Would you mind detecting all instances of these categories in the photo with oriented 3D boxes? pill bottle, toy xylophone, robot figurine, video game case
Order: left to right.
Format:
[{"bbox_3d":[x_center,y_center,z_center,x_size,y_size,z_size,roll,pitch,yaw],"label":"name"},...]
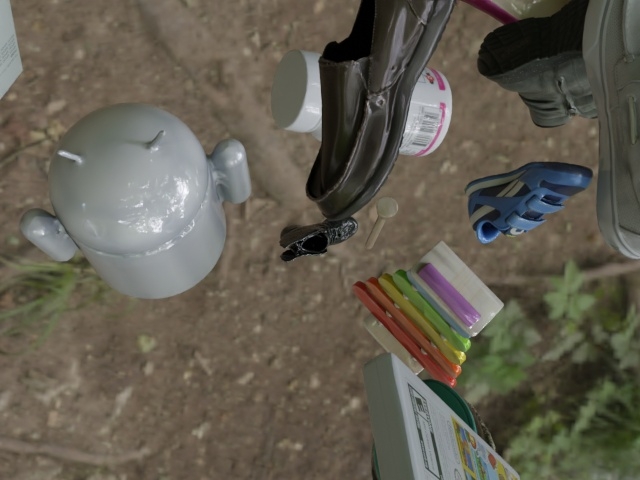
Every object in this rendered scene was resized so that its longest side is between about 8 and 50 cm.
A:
[{"bbox_3d":[-0.235,-0.048,1.349,0.353,0.300,0.199,85,-19,-68],"label":"robot figurine"},{"bbox_3d":[0.069,-0.239,1.773,0.283,0.160,0.160,6,87,-29],"label":"pill bottle"},{"bbox_3d":[0.130,0.076,1.413,0.081,0.236,0.322,-41,165,-18],"label":"toy xylophone"},{"bbox_3d":[0.097,0.206,0.614,0.206,0.026,0.227,45,26,-43],"label":"video game case"}]

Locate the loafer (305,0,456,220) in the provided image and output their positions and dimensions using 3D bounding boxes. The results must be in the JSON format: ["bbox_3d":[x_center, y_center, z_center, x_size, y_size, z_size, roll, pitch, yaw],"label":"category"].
[{"bbox_3d":[0.028,-0.122,0.804,0.078,0.080,0.220,14,107,-23],"label":"loafer"}]

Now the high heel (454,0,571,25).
[{"bbox_3d":[0.226,-0.286,1.152,0.082,0.244,0.117,-65,168,-5],"label":"high heel"}]

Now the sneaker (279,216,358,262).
[{"bbox_3d":[0.000,-0.003,1.720,0.170,0.089,0.051,-10,108,-23],"label":"sneaker"}]

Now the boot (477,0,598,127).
[{"bbox_3d":[0.308,-0.194,1.117,0.161,0.246,0.083,26,65,-43],"label":"boot"}]

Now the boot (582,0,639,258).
[{"bbox_3d":[0.300,-0.117,0.872,0.095,0.123,0.258,1,83,-32],"label":"boot"}]

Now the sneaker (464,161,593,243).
[{"bbox_3d":[0.191,-0.035,0.945,0.053,0.144,0.059,13,71,-31],"label":"sneaker"}]

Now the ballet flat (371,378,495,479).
[{"bbox_3d":[0.164,0.330,1.244,0.483,0.164,0.182,-114,180,-78],"label":"ballet flat"}]

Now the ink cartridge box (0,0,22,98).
[{"bbox_3d":[-0.317,-0.193,0.806,0.175,0.127,0.072,94,11,-46],"label":"ink cartridge box"}]
